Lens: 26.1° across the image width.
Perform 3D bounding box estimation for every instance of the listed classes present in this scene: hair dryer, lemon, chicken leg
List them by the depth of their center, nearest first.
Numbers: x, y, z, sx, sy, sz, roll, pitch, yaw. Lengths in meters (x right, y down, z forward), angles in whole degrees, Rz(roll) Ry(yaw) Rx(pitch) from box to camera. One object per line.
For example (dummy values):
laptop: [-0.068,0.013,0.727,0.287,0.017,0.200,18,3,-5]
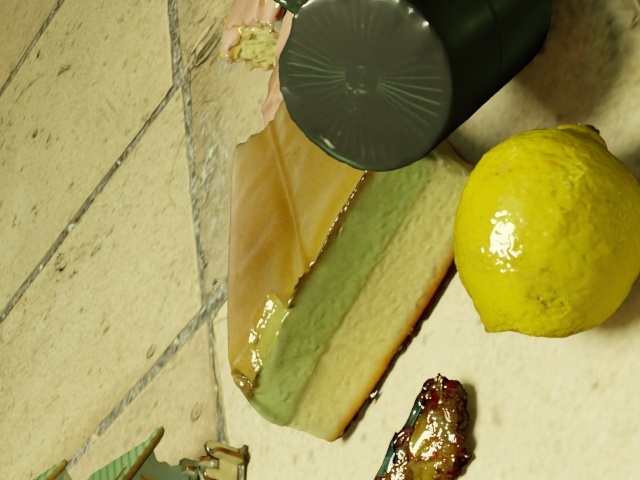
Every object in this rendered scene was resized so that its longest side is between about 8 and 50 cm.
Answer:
lemon: [0.127,-0.006,0.767,0.109,0.109,0.133,7,70,60]
chicken leg: [0.058,0.154,0.857,0.062,0.037,0.145,23,89,48]
hair dryer: [0.003,-0.193,0.889,0.244,0.302,0.116,-42,-15,-53]

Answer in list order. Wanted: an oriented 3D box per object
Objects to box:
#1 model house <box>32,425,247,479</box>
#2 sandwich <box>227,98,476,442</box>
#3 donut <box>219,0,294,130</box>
model house: [-0.169,0.249,0.987,0.178,0.206,0.271,-35,42,45]
sandwich: [0.000,0.000,0.977,0.220,0.108,0.186,-61,30,15]
donut: [0.006,-0.187,1.115,0.199,0.085,0.233,-57,30,21]
